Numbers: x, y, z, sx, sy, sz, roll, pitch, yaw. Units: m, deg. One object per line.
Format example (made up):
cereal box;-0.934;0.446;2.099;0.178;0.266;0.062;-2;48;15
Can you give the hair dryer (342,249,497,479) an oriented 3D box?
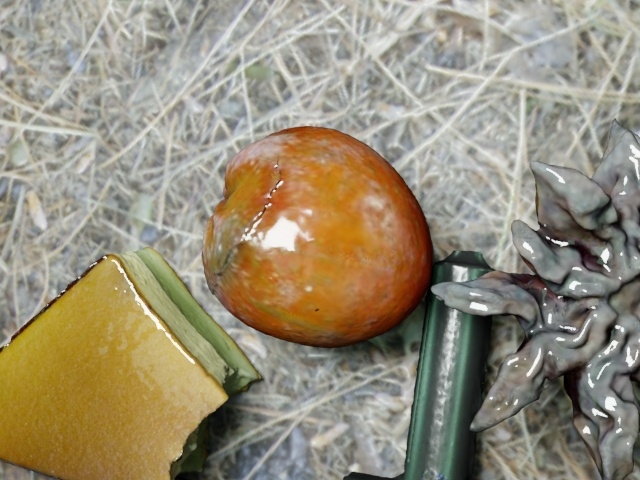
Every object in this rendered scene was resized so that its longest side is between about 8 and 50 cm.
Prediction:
hair dryer;0.142;0.163;0.651;0.245;0.116;0.302;7;88;8

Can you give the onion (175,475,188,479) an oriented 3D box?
onion;-0.226;0.346;0.702;0.349;0.159;0.267;-10;89;11

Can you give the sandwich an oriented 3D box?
sandwich;-0.179;0.142;0.701;0.220;0.108;0.186;-41;85;9

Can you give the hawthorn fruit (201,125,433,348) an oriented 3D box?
hawthorn fruit;0.000;0.000;0.630;0.173;0.173;0.172;1;94;11

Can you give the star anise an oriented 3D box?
star anise;0.208;0.035;0.593;0.283;0.129;0.212;-36;84;-3
